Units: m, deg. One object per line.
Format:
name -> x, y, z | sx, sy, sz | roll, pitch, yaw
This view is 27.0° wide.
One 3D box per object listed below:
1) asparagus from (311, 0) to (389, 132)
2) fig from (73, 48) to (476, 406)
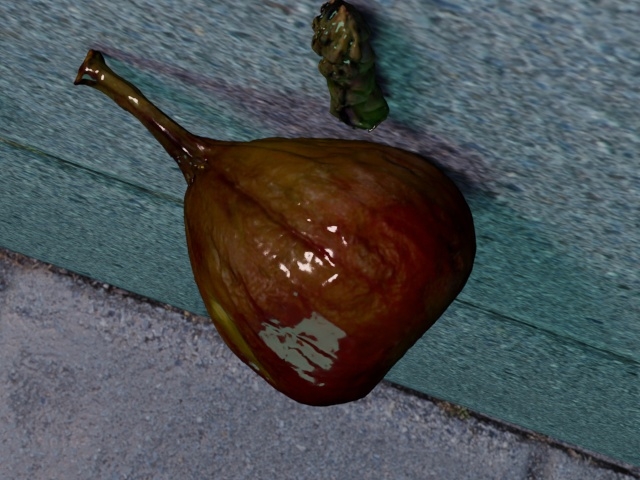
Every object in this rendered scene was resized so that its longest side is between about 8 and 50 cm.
asparagus -> 0.016, -0.093, 0.714 | 0.036, 0.030, 0.165 | 41, 175, 11
fig -> -0.043, -0.002, 0.899 | 0.290, 0.191, 0.190 | 17, 169, 5
